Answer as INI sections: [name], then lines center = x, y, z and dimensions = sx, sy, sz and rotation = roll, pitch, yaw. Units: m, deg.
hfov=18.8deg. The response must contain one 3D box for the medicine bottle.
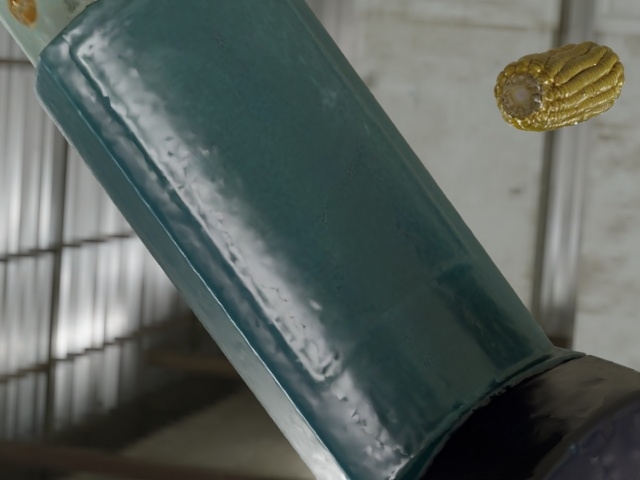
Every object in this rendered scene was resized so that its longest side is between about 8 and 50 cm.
[medicine bottle]
center = 0.000, 0.000, 0.560
dimensions = 0.079, 0.258, 0.124
rotation = -38, -177, -20

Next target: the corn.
[corn]
center = 0.104, -0.067, 0.848
dimensions = 0.037, 0.037, 0.092
rotation = 7, -168, 28
